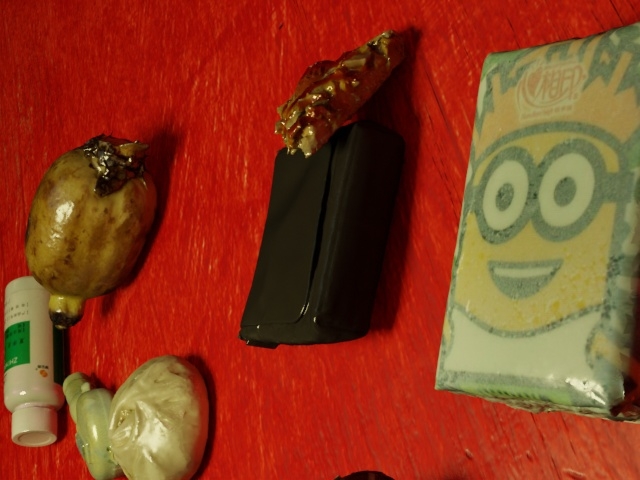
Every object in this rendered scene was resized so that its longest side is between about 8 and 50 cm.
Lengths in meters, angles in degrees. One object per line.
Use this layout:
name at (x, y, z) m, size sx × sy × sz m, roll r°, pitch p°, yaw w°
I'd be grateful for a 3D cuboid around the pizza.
pizza at (0.000, -0.150, 1.439) m, size 0.188 × 0.062 × 0.199 m, roll -35°, pitch 17°, yaw 29°

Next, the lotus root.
lotus root at (-0.331, -0.020, 1.893) m, size 0.314 × 0.169 × 0.141 m, roll -67°, pitch 21°, yaw 16°

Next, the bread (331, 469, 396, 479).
bread at (0.043, 0.292, 1.220) m, size 0.073 × 0.160 × 0.160 m, roll -33°, pitch 52°, yaw 35°

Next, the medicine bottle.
medicine bottle at (-0.441, 0.185, 2.057) m, size 0.095 × 0.095 × 0.260 m, roll -41°, pitch 47°, yaw 42°

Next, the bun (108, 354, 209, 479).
bun at (-0.217, 0.235, 1.690) m, size 0.183 × 0.102 × 0.183 m, roll -31°, pitch 53°, yaw 52°

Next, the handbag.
handbag at (0.000, 0.000, 1.469) m, size 0.223 × 0.080 × 0.247 m, roll -11°, pitch 64°, yaw 63°

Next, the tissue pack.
tissue pack at (0.219, -0.011, 1.090) m, size 0.228 × 0.128 × 0.311 m, roll -2°, pitch 76°, yaw 57°

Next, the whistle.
whistle at (-0.316, 0.249, 1.852) m, size 0.258 × 0.067 × 0.126 m, roll -140°, pitch 44°, yaw -63°
